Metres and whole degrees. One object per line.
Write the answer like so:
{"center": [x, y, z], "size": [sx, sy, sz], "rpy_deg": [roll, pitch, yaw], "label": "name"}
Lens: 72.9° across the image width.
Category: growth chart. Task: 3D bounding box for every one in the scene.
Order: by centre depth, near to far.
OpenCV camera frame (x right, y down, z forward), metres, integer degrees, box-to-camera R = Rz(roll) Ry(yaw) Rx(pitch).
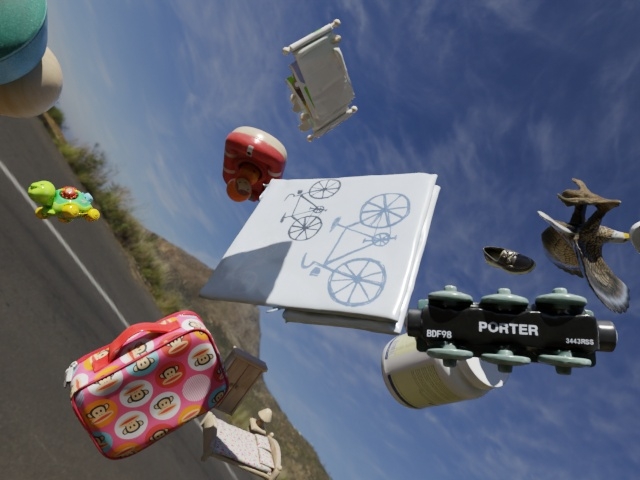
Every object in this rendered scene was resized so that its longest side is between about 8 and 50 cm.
{"center": [0.000, -0.363, 1.014], "size": [0.021, 0.172, 0.237], "rpy_deg": [47, -19, 52], "label": "growth chart"}

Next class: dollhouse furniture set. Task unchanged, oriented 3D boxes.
{"center": [-0.216, 0.430, 1.087], "size": [0.303, 0.173, 0.355], "rpy_deg": [34, 2, -22], "label": "dollhouse furniture set"}

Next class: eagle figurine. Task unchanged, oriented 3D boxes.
{"center": [0.680, 0.020, 1.105], "size": [0.225, 0.226, 0.298], "rpy_deg": [15, -58, 38], "label": "eagle figurine"}

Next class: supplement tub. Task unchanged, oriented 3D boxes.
{"center": [0.367, 0.366, 1.302], "size": [0.325, 0.236, 0.235], "rpy_deg": [-37, -98, 47], "label": "supplement tub"}

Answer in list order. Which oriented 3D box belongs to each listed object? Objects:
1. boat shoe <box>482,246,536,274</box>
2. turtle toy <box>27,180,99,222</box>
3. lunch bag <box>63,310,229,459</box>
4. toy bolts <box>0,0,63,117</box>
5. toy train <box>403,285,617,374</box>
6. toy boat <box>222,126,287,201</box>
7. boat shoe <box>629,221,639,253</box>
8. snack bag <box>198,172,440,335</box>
{"center": [0.486, 0.049, 1.134], "size": [0.049, 0.056, 0.152], "rpy_deg": [45, -14, -25], "label": "boat shoe"}
{"center": [-0.501, -0.074, 0.841], "size": [0.130, 0.095, 0.066], "rpy_deg": [21, 68, -71], "label": "turtle toy"}
{"center": [-0.357, 0.286, 0.909], "size": [0.120, 0.293, 0.258], "rpy_deg": [32, -40, 51], "label": "lunch bag"}
{"center": [-0.280, -0.122, 0.244], "size": [0.218, 0.229, 0.158], "rpy_deg": [60, -17, 16], "label": "toy bolts"}
{"center": [0.322, 0.164, 0.775], "size": [0.190, 0.334, 0.142], "rpy_deg": [50, 43, -68], "label": "toy train"}
{"center": [-0.175, -0.156, 1.041], "size": [0.151, 0.151, 0.231], "rpy_deg": [23, -33, -2], "label": "toy boat"}
{"center": [0.745, 0.016, 0.907], "size": [0.229, 0.076, 0.080], "rpy_deg": [24, -60, 1], "label": "boat shoe"}
{"center": [0.000, 0.000, 0.713], "size": [0.343, 0.323, 0.037], "rpy_deg": [2, -45, 25], "label": "snack bag"}
